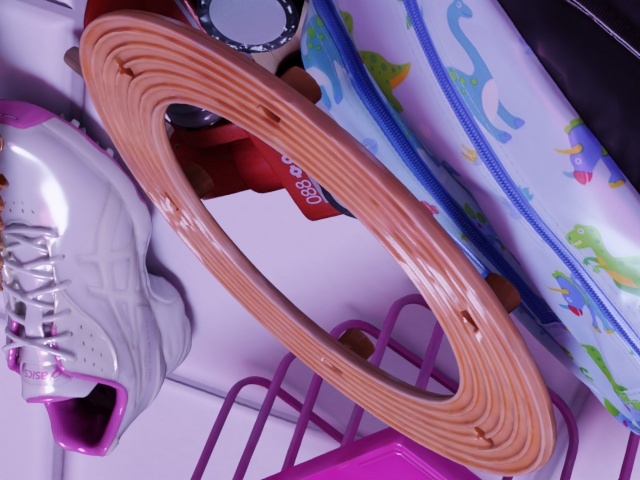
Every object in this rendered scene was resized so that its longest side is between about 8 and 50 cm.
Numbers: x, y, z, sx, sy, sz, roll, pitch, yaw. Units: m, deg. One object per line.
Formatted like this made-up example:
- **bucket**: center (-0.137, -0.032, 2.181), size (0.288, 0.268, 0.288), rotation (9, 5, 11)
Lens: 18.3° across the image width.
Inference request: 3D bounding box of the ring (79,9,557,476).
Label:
- **ring**: center (0.000, 0.000, 1.066), size (0.336, 0.032, 0.336), rotation (40, 162, 16)

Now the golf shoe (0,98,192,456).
- **golf shoe**: center (-0.182, 0.034, 1.424), size (0.115, 0.140, 0.306), rotation (3, 139, 26)

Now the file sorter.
- **file sorter**: center (0.061, 0.167, 1.431), size (0.202, 0.182, 0.291), rotation (38, 141, -20)

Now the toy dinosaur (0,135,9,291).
- **toy dinosaur**: center (-0.295, -0.101, 1.278), size (0.218, 0.164, 0.322), rotation (-13, 97, 23)

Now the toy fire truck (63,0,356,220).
- **toy fire truck**: center (-0.077, -0.111, 1.192), size (0.246, 0.158, 0.217), rotation (-14, 133, 26)

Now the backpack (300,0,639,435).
- **backpack**: center (0.162, -0.080, 0.983), size (0.273, 0.290, 0.355), rotation (-3, 133, 53)
